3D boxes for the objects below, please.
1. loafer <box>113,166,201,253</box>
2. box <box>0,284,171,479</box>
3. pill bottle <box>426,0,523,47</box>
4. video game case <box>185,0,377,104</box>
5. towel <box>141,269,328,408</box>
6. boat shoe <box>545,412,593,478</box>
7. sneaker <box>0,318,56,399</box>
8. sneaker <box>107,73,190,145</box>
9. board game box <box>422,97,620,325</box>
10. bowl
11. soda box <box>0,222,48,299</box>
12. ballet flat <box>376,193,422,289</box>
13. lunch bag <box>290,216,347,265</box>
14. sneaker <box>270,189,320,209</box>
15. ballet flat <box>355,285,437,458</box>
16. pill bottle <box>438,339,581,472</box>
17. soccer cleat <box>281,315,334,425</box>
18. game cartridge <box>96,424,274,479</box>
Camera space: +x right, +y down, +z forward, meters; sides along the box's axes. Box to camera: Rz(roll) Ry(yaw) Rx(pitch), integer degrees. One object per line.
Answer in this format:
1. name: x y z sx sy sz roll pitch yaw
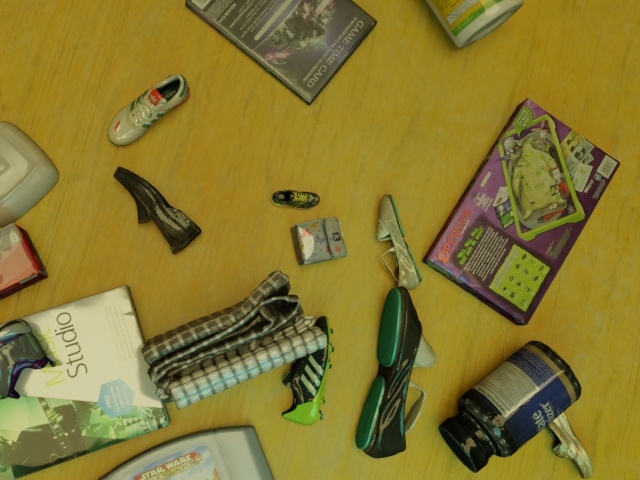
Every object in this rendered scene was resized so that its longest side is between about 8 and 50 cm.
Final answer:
1. loafer: -0.274 -0.050 1.253 0.170 0.062 0.061 41 84 0
2. box: -0.419 0.226 1.195 0.322 0.058 0.232 -18 86 -9
3. pill bottle: 0.229 -0.472 1.344 0.136 0.136 0.246 -33 89 -11
4. video game case: -0.066 -0.394 1.346 0.274 0.026 0.196 39 79 -3
5. towel: -0.136 0.147 1.134 0.235 0.283 0.121 -22 86 -12
6. boat shoe: 0.412 0.345 1.314 0.045 0.050 0.135 -26 77 -8
7. sneaker: -0.498 0.214 1.118 0.223 0.083 0.098 -38 94 -12
8. sneaker: -0.282 -0.219 1.264 0.161 0.075 0.057 -39 90 -12
9. board game box: 0.353 -0.051 1.356 0.208 0.056 0.347 35 79 -7
10. bowl: -0.507 -0.111 1.228 0.142 0.053 0.142 45 78 0
11. soda box: -0.561 0.072 1.180 0.263 0.083 0.092 -27 88 -12
12. ballet flat: 0.122 0.005 1.309 0.052 0.057 0.168 -19 86 -1
13. lunch bag: 0.000 0.000 1.292 0.083 0.053 0.071 -10 86 -19
14. sneaker: -0.041 -0.069 1.302 0.083 0.035 0.031 -1 84 -9
15. ballet flat: 0.130 0.217 1.270 0.096 0.095 0.280 13 91 -17
16. pill bottle: 0.305 0.273 1.267 0.219 0.123 0.123 -36 89 -11
17. soccer cleat: -0.021 0.209 1.258 0.072 0.060 0.179 10 84 -6
18. game cartridge: -0.217 0.411 1.206 0.297 0.062 0.198 -21 90 -11
